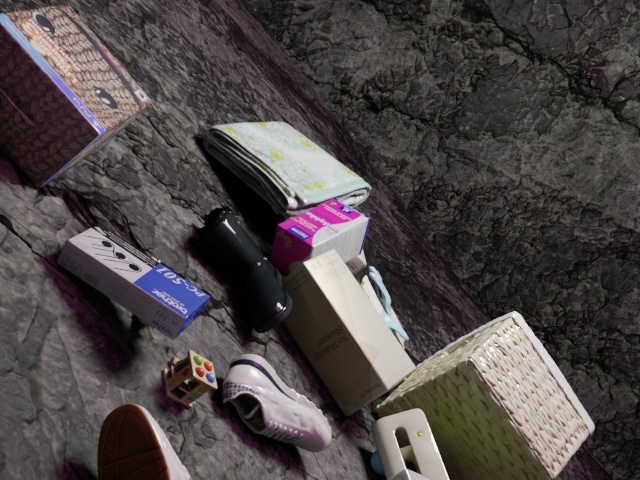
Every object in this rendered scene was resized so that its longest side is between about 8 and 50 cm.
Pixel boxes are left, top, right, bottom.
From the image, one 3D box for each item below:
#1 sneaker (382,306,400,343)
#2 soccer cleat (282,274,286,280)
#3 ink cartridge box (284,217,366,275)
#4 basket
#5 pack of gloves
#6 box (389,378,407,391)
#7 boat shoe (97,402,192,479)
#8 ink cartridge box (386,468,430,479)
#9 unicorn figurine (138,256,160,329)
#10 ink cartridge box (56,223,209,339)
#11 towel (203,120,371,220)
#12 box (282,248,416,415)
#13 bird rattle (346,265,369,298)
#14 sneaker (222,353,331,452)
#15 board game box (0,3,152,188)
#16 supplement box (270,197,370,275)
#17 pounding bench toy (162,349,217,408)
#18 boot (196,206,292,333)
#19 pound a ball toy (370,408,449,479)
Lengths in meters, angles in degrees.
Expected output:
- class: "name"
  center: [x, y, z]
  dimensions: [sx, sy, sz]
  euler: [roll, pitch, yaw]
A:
- class: "sneaker"
  center: [0.147, 0.233, 2.166]
  dimensions: [0.212, 0.080, 0.094]
  euler: [42, 31, -37]
- class: "soccer cleat"
  center: [-0.063, 0.107, 1.896]
  dimensions: [0.029, 0.036, 0.083]
  euler: [36, 23, -45]
- class: "ink cartridge box"
  center: [0.006, -0.034, 2.241]
  dimensions: [0.197, 0.114, 0.272]
  euler: [45, 17, -26]
- class: "basket"
  center: [0.362, 0.397, 1.884]
  dimensions: [0.331, 0.328, 0.266]
  euler: [56, 38, 4]
- class: "pack of gloves"
  center: [0.177, 0.176, 2.121]
  dimensions: [0.232, 0.046, 0.195]
  euler: [65, 17, -12]
- class: "box"
  center: [0.116, 0.293, 1.964]
  dimensions: [0.232, 0.058, 0.087]
  euler: [29, 28, -57]
- class: "boat shoe"
  center: [-0.182, 0.327, 1.010]
  dimensions: [0.096, 0.098, 0.277]
  euler: [15, 50, -66]
- class: "ink cartridge box"
  center: [0.139, 0.511, 1.408]
  dimensions: [0.087, 0.153, 0.208]
  euler: [37, 21, -41]
- class: "unicorn figurine"
  center: [-0.262, 0.095, 1.349]
  dimensions: [0.162, 0.060, 0.111]
  euler: [45, 21, 27]
- class: "ink cartridge box"
  center: [-0.276, 0.058, 1.257]
  dimensions: [0.207, 0.046, 0.097]
  euler: [33, 21, 4]
- class: "towel"
  center: [-0.077, -0.187, 2.121]
  dimensions: [0.320, 0.090, 0.374]
  euler: [42, 26, 19]
- class: "box"
  center: [0.041, 0.191, 1.772]
  dimensions: [0.311, 0.148, 0.121]
  euler: [55, 37, 9]
- class: "bird rattle"
  center: [0.046, 0.159, 2.027]
  dimensions: [0.206, 0.143, 0.253]
  euler: [60, 0, -19]
- class: "sneaker"
  center: [-0.076, 0.295, 1.415]
  dimensions: [0.235, 0.090, 0.094]
  euler: [43, 31, -21]
- class: "board game box"
  center: [-0.441, -0.249, 1.398]
  dimensions: [0.232, 0.141, 0.291]
  euler: [50, 16, -12]
- class: "supplement box"
  center: [0.000, 0.000, 1.957]
  dimensions: [0.111, 0.113, 0.220]
  euler: [31, 37, 26]
- class: "pounding bench toy"
  center: [-0.197, 0.196, 1.281]
  dimensions: [0.052, 0.065, 0.083]
  euler: [39, 21, -40]
- class: "boot"
  center: [-0.156, 0.050, 1.644]
  dimensions: [0.207, 0.094, 0.246]
  euler: [51, 9, -22]
- class: "pound a ball toy"
  center: [0.192, 0.521, 1.637]
  dimensions: [0.319, 0.136, 0.208]
  euler: [-107, 180, -50]
